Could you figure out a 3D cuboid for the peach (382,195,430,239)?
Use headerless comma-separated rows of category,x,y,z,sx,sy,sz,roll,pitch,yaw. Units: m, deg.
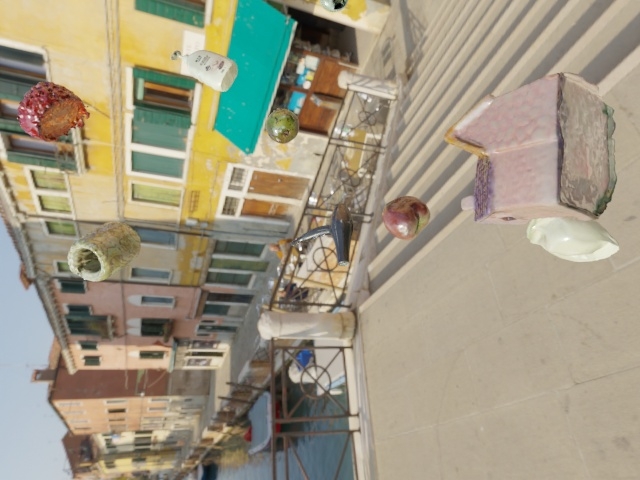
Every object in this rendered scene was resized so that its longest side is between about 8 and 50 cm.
peach,0.272,-0.078,1.339,0.152,0.152,0.152,-173,90,-70

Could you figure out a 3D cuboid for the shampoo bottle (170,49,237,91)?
shampoo bottle,-0.265,-0.395,0.916,0.077,0.151,0.045,-60,-14,-8

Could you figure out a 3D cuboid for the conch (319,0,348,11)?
conch,0.037,-0.653,1.106,0.056,0.076,0.085,30,-139,-89

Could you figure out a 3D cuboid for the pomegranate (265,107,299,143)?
pomegranate,-0.132,-0.390,1.361,0.142,0.114,0.115,-114,35,-44

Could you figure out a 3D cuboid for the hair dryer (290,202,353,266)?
hair dryer,0.000,0.000,1.230,0.219,0.075,0.196,-16,58,29

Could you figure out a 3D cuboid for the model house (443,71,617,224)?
model house,0.393,-0.150,0.784,0.237,0.202,0.237,-4,84,56

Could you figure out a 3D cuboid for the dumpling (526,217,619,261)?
dumpling,0.759,-0.006,1.253,0.179,0.252,0.131,97,-162,-53

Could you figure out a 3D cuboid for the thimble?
thimble,-0.639,0.035,1.201,0.190,0.137,0.143,-27,17,34

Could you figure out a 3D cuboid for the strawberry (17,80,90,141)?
strawberry,-0.610,-0.293,0.922,0.145,0.086,0.145,-57,-1,-1
